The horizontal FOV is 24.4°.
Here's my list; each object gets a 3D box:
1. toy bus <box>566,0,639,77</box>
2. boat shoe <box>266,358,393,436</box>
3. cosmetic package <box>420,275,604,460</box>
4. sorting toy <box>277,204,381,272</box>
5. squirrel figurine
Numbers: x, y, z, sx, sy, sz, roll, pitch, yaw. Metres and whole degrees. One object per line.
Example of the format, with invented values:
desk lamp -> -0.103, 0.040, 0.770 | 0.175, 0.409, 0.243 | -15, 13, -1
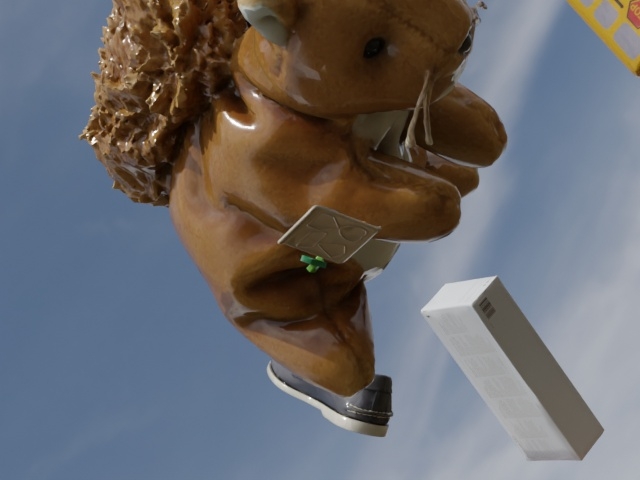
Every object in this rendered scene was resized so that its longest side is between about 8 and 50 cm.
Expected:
toy bus -> 0.340, -0.295, 1.616 | 0.108, 0.332, 0.130 | -17, -28, -44
boat shoe -> 0.013, 0.136, 1.490 | 0.075, 0.206, 0.065 | 11, -82, -30
cosmetic package -> 0.227, 0.153, 1.740 | 0.060, 0.099, 0.239 | -46, -71, -32
sorting toy -> 0.000, 0.000, 1.122 | 0.062, 0.012, 0.083 | 16, -36, -25
squirrel figurine -> -0.040, -0.133, 1.227 | 0.281, 0.397, 0.370 | -51, -19, -29
